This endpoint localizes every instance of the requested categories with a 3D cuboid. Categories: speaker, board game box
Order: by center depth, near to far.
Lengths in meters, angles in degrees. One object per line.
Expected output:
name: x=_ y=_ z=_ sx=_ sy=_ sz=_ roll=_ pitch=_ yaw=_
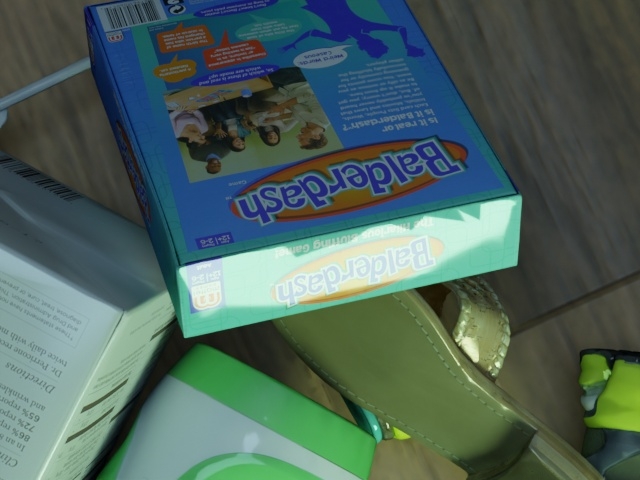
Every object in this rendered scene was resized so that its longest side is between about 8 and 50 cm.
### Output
board game box: x=-0.015 y=-0.053 z=0.932 sx=0.160 sy=0.047 sz=0.210 roll=-11 pitch=42 yaw=-11
speaker: x=-0.088 y=0.206 z=0.992 sx=0.131 sy=0.131 sz=0.296 roll=28 pitch=84 yaw=4

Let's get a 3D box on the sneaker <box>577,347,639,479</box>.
sneaker: x=0.271 y=0.138 z=0.993 sx=0.300 sy=0.111 sz=0.121 roll=11 pitch=94 yaw=23

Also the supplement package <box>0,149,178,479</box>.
supplement package: x=-0.215 y=0.089 z=0.944 sx=0.199 sy=0.198 sz=0.262 roll=28 pitch=99 yaw=4

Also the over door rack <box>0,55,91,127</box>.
over door rack: x=-0.128 y=-0.214 z=1.053 sx=0.324 sy=0.108 sz=0.239 roll=-29 pitch=83 yaw=-2

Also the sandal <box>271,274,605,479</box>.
sandal: x=0.065 y=0.055 z=0.991 sx=0.240 sy=0.088 sz=0.079 roll=45 pitch=46 yaw=-13

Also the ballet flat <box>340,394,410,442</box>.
ballet flat: x=0.000 y=0.000 z=1.043 sx=0.077 sy=0.077 sz=0.231 roll=-34 pitch=91 yaw=-8
